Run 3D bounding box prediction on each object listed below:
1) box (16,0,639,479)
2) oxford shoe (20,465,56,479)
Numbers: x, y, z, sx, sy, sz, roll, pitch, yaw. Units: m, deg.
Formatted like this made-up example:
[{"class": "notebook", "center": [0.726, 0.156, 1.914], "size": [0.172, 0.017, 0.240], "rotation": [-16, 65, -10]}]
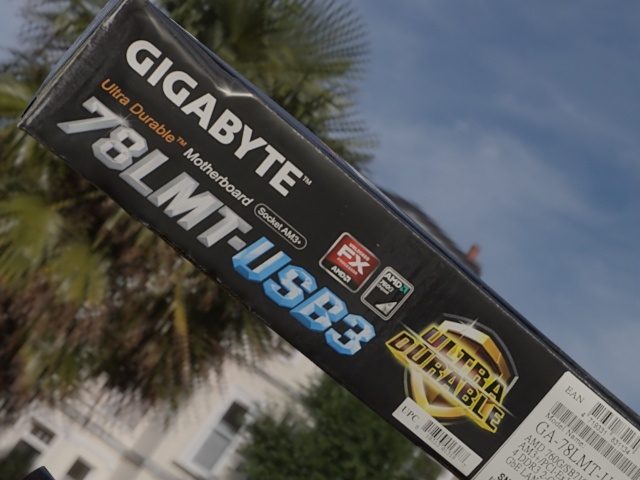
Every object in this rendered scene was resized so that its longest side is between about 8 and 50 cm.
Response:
[{"class": "box", "center": [0.000, 0.000, 0.570], "size": [0.293, 0.073, 0.295], "rotation": [42, 1, -15]}, {"class": "oxford shoe", "center": [-0.189, 0.215, 0.751], "size": [0.076, 0.076, 0.212], "rotation": [46, -34, 6]}]
